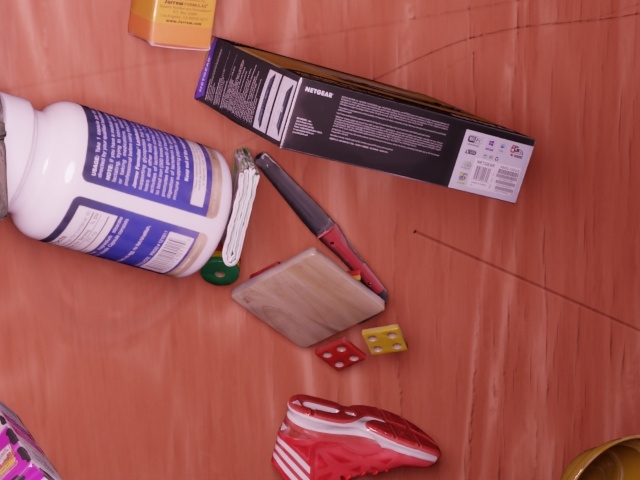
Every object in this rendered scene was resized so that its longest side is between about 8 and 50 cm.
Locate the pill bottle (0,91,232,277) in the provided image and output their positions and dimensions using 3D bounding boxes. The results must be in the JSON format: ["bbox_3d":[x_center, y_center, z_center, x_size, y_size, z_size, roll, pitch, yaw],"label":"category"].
[{"bbox_3d":[-0.241,-0.062,1.657,0.264,0.153,0.153,18,98,-31],"label":"pill bottle"}]

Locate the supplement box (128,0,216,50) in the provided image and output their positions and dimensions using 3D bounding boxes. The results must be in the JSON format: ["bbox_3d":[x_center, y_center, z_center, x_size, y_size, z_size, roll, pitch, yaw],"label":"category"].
[{"bbox_3d":[-0.147,-0.327,1.662,0.080,0.078,0.233,1,107,-28],"label":"supplement box"}]

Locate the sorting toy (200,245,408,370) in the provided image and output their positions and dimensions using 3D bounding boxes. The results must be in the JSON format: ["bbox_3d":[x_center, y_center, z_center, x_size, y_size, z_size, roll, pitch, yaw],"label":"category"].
[{"bbox_3d":[-0.008,0.062,1.847,0.132,0.046,0.274,-28,131,32],"label":"sorting toy"}]

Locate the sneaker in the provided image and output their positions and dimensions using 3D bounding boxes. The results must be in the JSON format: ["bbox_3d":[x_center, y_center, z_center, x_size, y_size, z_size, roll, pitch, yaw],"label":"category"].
[{"bbox_3d":[0.036,0.279,1.968,0.221,0.087,0.128,19,106,-19],"label":"sneaker"}]

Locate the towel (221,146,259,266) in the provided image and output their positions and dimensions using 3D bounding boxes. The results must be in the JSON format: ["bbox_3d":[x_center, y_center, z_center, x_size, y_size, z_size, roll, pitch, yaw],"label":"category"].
[{"bbox_3d":[-0.098,-0.041,1.742,0.023,0.152,0.113,13,101,-11],"label":"towel"}]

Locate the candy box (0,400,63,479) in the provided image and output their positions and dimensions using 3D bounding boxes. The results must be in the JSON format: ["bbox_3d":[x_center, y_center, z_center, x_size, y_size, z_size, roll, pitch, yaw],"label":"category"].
[{"bbox_3d":[-0.371,0.266,1.650,0.159,0.233,0.071,-46,121,-6],"label":"candy box"}]

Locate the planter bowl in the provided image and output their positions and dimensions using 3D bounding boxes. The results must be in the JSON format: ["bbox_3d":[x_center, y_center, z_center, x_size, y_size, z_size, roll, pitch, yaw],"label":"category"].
[{"bbox_3d":[0.400,0.357,2.164,0.217,0.090,0.217,-8,109,-25],"label":"planter bowl"}]

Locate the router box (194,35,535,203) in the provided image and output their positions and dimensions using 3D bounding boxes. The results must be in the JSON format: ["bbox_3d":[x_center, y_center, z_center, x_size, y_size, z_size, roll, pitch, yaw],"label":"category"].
[{"bbox_3d":[0.046,-0.136,1.729,0.309,0.243,0.081,12,101,-30],"label":"router box"}]

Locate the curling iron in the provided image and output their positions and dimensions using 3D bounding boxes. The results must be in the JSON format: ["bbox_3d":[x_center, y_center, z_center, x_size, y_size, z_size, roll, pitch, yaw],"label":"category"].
[{"bbox_3d":[0.000,0.000,1.871,0.068,0.035,0.274,-40,120,-11],"label":"curling iron"}]

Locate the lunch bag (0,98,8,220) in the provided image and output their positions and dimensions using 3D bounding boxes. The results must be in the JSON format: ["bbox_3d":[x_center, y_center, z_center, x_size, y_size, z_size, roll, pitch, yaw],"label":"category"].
[{"bbox_3d":[-0.456,-0.134,1.448,0.305,0.212,0.256,0,93,7],"label":"lunch bag"}]
